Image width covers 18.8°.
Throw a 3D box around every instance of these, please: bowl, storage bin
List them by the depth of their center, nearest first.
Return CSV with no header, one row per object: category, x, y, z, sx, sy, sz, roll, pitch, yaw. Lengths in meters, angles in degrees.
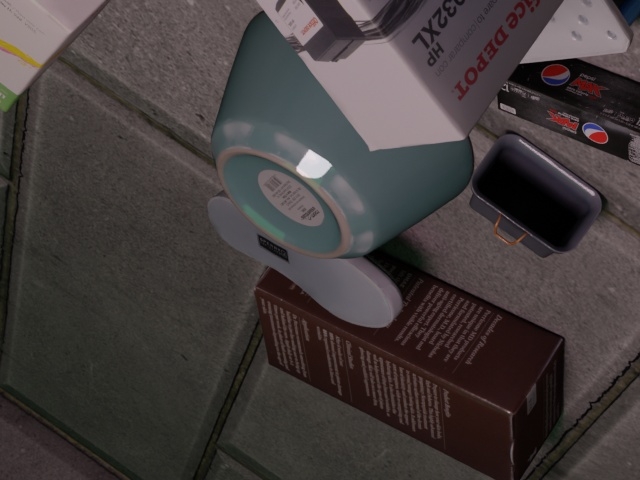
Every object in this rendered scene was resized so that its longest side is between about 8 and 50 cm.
storage bin,0.222,-0.035,2.104,0.135,0.098,0.091,35,164,3
bowl,-0.002,-0.097,2.189,0.311,0.163,0.311,30,153,16

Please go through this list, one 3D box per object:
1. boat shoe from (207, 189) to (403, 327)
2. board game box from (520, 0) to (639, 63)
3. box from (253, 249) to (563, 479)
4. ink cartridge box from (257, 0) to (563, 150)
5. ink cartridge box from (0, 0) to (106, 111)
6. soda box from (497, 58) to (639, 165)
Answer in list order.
boat shoe,0.000,0.003,2.397,0.306,0.105,0.113,26,140,38
board game box,0.072,-0.325,1.850,0.390,0.050,0.390,0,136,51
box,0.113,0.141,2.465,0.381,0.143,0.191,27,152,22
ink cartridge box,0.056,-0.263,1.660,0.129,0.223,0.307,-2,134,51
ink cartridge box,-0.288,-0.297,2.157,0.119,0.207,0.353,42,154,-8
soda box,0.260,-0.136,1.917,0.169,0.060,0.053,25,150,24
